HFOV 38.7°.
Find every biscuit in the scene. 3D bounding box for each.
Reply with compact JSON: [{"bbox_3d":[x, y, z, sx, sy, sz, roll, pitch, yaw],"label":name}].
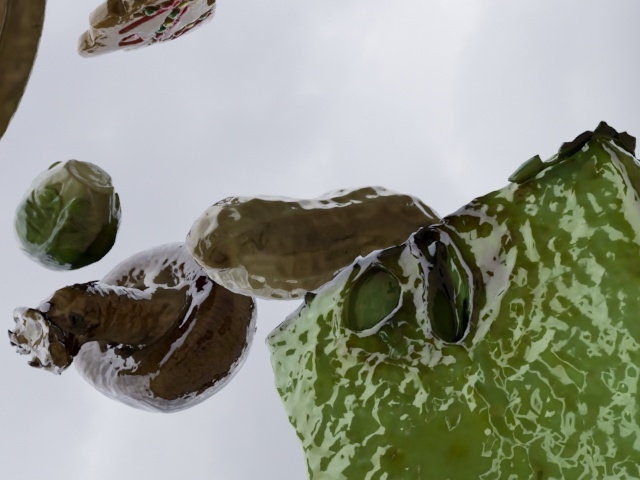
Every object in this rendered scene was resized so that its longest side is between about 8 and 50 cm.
[{"bbox_3d":[-0.231,-0.317,1.306,0.239,0.212,0.041,-18,-99,-56],"label":"biscuit"}]

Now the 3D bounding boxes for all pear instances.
[{"bbox_3d":[0.121,0.105,0.470,0.164,0.238,0.255,44,-161,-43],"label":"pear"}]

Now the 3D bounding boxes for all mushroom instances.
[{"bbox_3d":[-0.301,0.120,1.499,0.356,0.331,0.334,39,-110,-23],"label":"mushroom"}]

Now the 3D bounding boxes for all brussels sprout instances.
[{"bbox_3d":[-0.390,-0.036,1.431,0.161,0.143,0.181,37,-69,-23],"label":"brussels sprout"}]

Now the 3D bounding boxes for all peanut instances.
[{"bbox_3d":[0.000,0.000,0.996,0.299,0.136,0.120,-2,-66,-24],"label":"peanut"}]

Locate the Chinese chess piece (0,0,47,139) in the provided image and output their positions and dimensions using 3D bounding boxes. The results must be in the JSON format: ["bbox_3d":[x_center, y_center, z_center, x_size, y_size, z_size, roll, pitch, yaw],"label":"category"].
[{"bbox_3d":[-0.232,-0.108,0.330,0.270,0.112,0.270,-30,-51,-44],"label":"Chinese chess piece"}]
